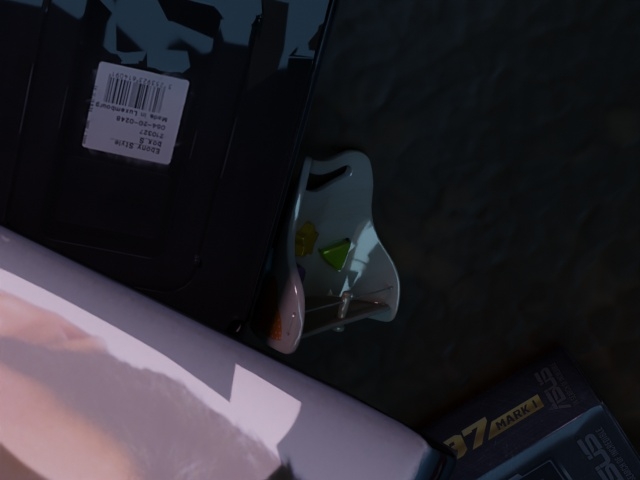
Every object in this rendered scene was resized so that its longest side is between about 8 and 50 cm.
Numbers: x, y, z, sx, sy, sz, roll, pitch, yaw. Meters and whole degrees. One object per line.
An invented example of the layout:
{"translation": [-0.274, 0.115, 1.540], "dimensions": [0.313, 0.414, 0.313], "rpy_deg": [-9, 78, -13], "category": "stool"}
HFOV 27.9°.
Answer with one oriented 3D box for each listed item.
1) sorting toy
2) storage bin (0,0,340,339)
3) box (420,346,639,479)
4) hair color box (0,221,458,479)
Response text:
{"translation": [0.000, 0.000, 0.536], "dimensions": [0.045, 0.083, 0.075], "rpy_deg": [18, 105, 29], "category": "sorting toy"}
{"translation": [-0.072, -0.056, 0.485], "dimensions": [0.122, 0.084, 0.180], "rpy_deg": [11, 112, -13], "category": "storage bin"}
{"translation": [0.102, 0.189, 0.632], "dimensions": [0.183, 0.059, 0.232], "rpy_deg": [-34, 115, 6], "category": "box"}
{"translation": [-0.168, 0.061, 0.381], "dimensions": [0.374, 0.113, 0.185], "rpy_deg": [25, 84, 13], "category": "hair color box"}
